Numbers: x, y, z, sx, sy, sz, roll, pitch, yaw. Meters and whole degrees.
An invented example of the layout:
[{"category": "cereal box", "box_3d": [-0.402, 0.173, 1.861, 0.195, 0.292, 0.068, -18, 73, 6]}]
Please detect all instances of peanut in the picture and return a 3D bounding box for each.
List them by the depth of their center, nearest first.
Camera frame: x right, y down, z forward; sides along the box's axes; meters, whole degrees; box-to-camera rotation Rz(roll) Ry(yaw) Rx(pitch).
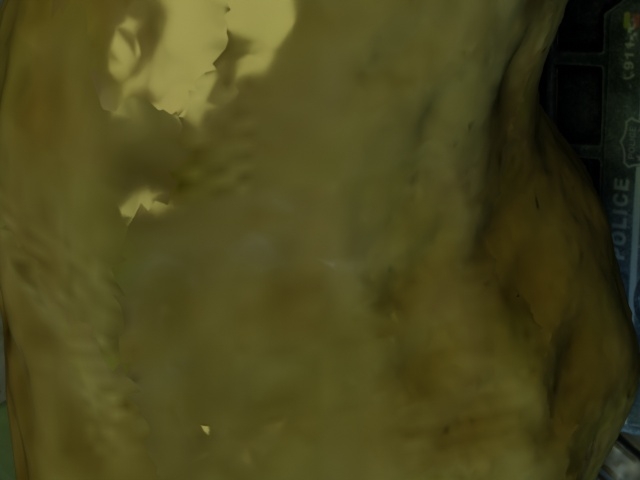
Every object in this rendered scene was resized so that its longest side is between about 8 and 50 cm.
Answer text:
[{"category": "peanut", "box_3d": [0.000, 0.000, 0.454, 0.192, 0.169, 0.387, 0, 115, -2]}]

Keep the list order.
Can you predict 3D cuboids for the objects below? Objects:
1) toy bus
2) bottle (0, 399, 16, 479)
[{"category": "toy bus", "box_3d": [0.106, -0.019, 0.518, 0.065, 0.047, 0.166, 7, 103, 32]}, {"category": "bottle", "box_3d": [-0.041, 0.178, 0.593, 0.286, 0.082, 0.082, 50, 119, 23]}]
